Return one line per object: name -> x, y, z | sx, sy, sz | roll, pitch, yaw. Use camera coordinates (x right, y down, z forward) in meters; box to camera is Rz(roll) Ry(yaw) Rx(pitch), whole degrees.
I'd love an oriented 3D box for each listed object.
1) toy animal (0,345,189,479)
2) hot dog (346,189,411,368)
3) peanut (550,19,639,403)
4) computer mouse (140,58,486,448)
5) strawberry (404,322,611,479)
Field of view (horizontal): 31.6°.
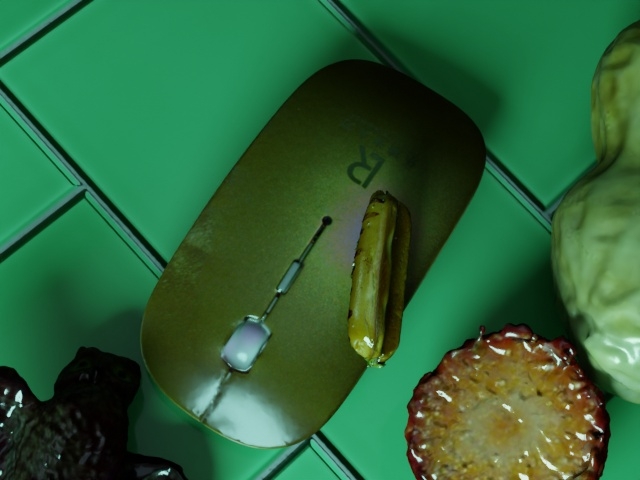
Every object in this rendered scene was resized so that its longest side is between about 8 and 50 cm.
toy animal -> -0.177, 0.157, 0.748 | 0.218, 0.116, 0.179 | 30, 37, -16
hot dog -> 0.037, 0.024, 0.760 | 0.037, 0.049, 0.122 | -1, 72, 26
peanut -> 0.249, -0.030, 0.823 | 0.147, 0.147, 0.305 | 21, 70, 1
computer mouse -> 0.000, 0.000, 0.821 | 0.158, 0.072, 0.310 | 32, 72, 7
strawberry -> 0.127, 0.130, 0.774 | 0.145, 0.086, 0.145 | -4, 76, 17
